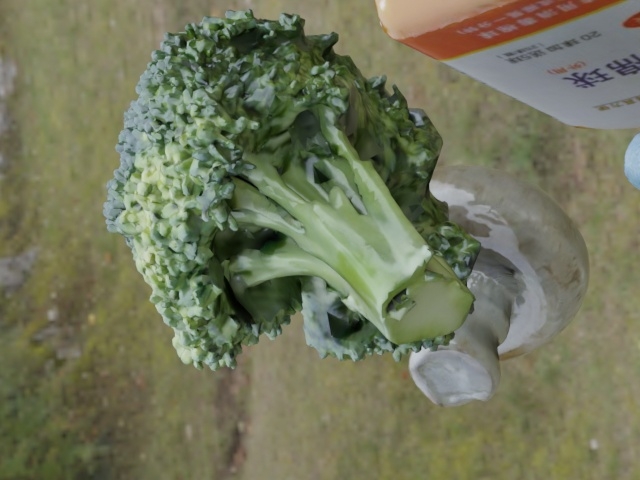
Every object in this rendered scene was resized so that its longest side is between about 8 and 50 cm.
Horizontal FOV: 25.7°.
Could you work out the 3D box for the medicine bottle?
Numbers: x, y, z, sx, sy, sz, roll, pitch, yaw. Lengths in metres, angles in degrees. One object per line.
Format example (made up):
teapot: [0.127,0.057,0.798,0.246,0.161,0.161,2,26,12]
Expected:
medicine bottle: [0.137,-0.116,0.554,0.149,0.222,0.112,-17,67,39]

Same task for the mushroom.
mushroom: [0.142,0.053,1.407,0.243,0.243,0.243,174,90,-75]

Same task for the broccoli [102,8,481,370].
broccoli: [-0.019,0.002,1.122,0.375,0.249,0.302,44,-156,-43]

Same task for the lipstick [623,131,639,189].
lipstick: [0.331,-0.030,1.061,0.274,0.061,0.068,38,153,62]
